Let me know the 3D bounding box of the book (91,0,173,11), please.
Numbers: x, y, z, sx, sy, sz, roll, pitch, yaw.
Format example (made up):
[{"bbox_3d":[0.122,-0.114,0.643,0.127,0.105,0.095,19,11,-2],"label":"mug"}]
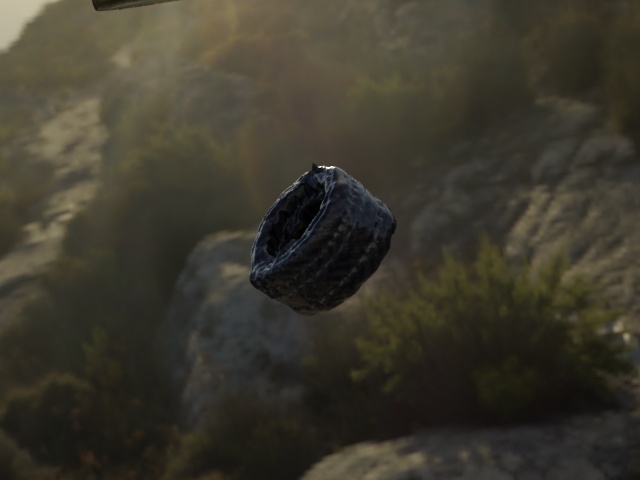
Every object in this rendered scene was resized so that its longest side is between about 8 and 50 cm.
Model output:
[{"bbox_3d":[-0.131,-0.277,0.761,0.021,0.311,0.217,-15,9,10],"label":"book"}]

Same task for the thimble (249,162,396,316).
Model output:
[{"bbox_3d":[0.002,-0.002,1.039,0.104,0.066,0.095,-45,27,24],"label":"thimble"}]
